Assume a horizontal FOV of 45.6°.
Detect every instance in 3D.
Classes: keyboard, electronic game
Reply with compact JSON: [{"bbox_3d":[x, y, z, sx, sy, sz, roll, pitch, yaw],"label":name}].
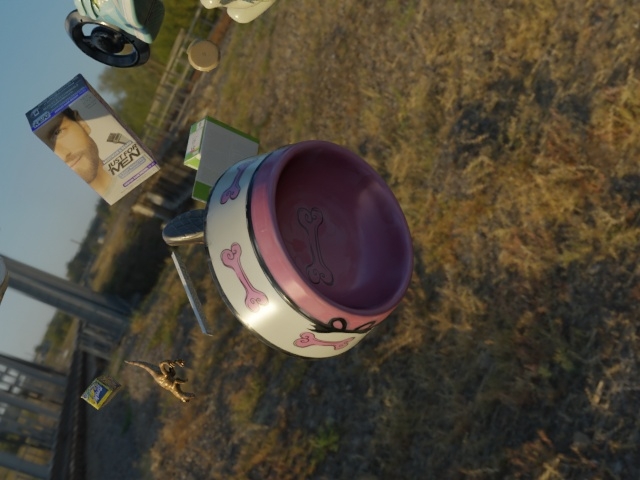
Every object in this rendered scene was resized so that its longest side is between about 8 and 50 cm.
[{"bbox_3d":[-0.360,0.150,2.146,0.014,0.256,0.072,-26,-13,7],"label":"keyboard"},{"bbox_3d":[-0.562,-0.532,2.013,0.229,0.229,0.048,-37,35,62],"label":"electronic game"}]

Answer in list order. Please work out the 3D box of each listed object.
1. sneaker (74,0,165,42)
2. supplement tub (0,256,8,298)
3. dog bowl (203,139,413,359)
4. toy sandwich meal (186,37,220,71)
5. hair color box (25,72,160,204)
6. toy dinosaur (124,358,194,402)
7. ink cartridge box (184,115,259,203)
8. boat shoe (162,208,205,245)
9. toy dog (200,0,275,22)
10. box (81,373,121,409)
[{"bbox_3d":[-0.468,-0.549,1.677,0.319,0.208,0.127,126,165,-80],"label":"sneaker"},{"bbox_3d":[-0.784,0.101,1.710,0.200,0.144,0.144,-41,29,53],"label":"supplement tub"},{"bbox_3d":[0.000,0.000,1.376,0.150,0.408,0.407,-29,37,43],"label":"dog bowl"},{"bbox_3d":[-0.279,-0.442,1.820,0.029,0.086,0.085,110,-177,-84],"label":"toy sandwich meal"},{"bbox_3d":[-0.614,-0.268,2.083,0.185,0.339,0.110,-37,47,0],"label":"hair color box"},{"bbox_3d":[-0.423,0.356,2.029,0.112,0.211,0.064,-53,-1,18],"label":"toy dinosaur"},{"bbox_3d":[-0.293,-0.200,2.189,0.097,0.189,0.255,-17,59,49],"label":"ink cartridge box"},{"bbox_3d":[-0.339,-0.029,2.505,0.132,0.356,0.130,-95,-9,-49],"label":"boat shoe"},{"bbox_3d":[-0.158,-0.719,1.874,0.408,0.396,0.284,-82,-26,-77],"label":"toy dog"},{"bbox_3d":[-0.548,0.378,1.911,0.059,0.054,0.169,-53,1,-9],"label":"box"}]
